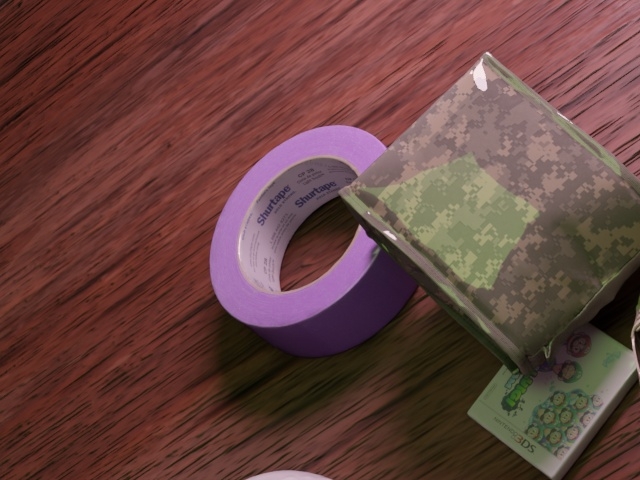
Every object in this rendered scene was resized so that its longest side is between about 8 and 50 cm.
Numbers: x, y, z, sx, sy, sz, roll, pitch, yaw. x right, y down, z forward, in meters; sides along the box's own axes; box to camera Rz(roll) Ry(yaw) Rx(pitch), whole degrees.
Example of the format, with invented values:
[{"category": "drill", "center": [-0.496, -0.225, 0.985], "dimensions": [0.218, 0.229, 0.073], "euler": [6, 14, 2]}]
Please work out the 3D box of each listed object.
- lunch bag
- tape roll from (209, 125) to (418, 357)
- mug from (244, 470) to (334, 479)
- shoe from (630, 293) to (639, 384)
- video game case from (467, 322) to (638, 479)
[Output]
[{"category": "lunch bag", "center": [0.208, -0.018, 1.837], "dimensions": [0.235, 0.169, 0.287], "euler": [-44, 62, -3]}, {"category": "tape roll", "center": [0.000, 0.000, 2.071], "dimensions": [0.275, 0.090, 0.275], "euler": [-20, 52, 28]}, {"category": "mug", "center": [-0.029, 0.429, 1.698], "dimensions": [0.374, 0.276, 0.328], "euler": [-62, 29, 20]}, {"category": "shoe", "center": [0.355, 0.111, 1.725], "dimensions": [0.076, 0.058, 0.219], "euler": [-20, 51, 28]}, {"category": "video game case", "center": [0.248, 0.157, 1.811], "dimensions": [0.157, 0.019, 0.143], "euler": [-52, 44, -2]}]
